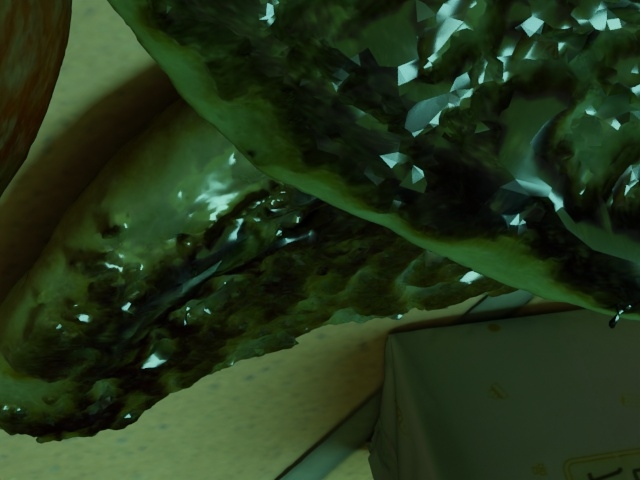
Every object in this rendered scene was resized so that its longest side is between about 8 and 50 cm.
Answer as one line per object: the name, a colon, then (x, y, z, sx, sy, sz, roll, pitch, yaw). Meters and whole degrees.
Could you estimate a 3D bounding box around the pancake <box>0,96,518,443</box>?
pancake: (0.000, 0.000, 0.797, 0.244, 0.057, 0.266, 3, 145, -38)

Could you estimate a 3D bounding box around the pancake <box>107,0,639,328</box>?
pancake: (0.142, -0.094, 0.632, 0.426, 0.067, 0.305, -7, 122, 6)

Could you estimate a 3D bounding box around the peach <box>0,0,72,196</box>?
peach: (-0.167, -0.059, 0.464, 0.232, 0.257, 0.232, -13, 147, -8)

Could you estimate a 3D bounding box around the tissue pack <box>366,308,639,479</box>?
tissue pack: (0.138, 0.151, 0.884, 0.185, 0.225, 0.124, -8, 144, -12)
